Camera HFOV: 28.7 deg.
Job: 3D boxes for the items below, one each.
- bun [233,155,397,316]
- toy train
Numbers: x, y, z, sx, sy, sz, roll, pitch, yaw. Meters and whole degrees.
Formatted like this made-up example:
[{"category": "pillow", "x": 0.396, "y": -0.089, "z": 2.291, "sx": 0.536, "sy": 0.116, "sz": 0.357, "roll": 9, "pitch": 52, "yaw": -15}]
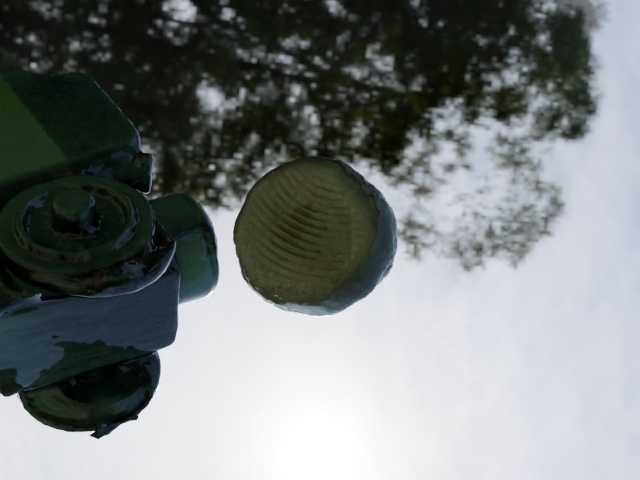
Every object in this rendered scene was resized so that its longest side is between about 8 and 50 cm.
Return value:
[{"category": "bun", "x": 0.000, "y": 0.000, "z": 1.465, "sx": 0.196, "sy": 0.118, "sz": 0.195, "roll": -8, "pitch": -112, "yaw": 20}, {"category": "toy train", "x": -0.224, "y": 0.023, "z": 0.774, "sx": 0.238, "sy": 0.299, "sz": 0.166, "roll": 48, "pitch": -35, "yaw": 38}]
